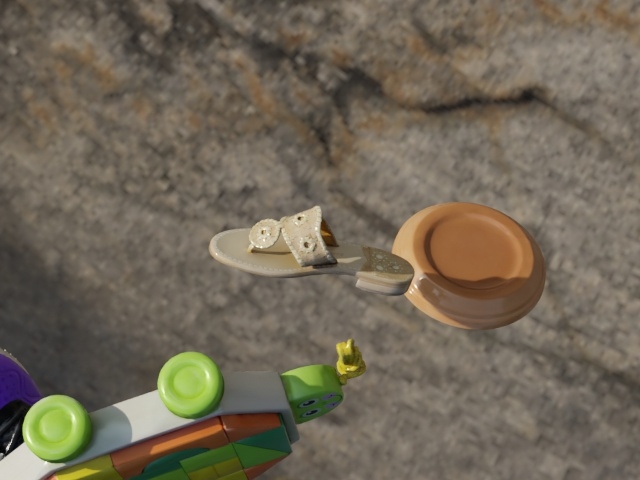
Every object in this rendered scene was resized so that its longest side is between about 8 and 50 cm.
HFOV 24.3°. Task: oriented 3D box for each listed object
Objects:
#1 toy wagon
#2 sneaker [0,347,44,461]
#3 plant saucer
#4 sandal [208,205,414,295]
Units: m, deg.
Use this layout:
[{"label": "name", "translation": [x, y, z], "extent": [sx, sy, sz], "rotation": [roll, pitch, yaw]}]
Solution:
[{"label": "toy wagon", "translation": [-0.117, 0.178, 1.355], "extent": [0.267, 0.344, 0.068], "rotation": [80, 171, -68]}, {"label": "sneaker", "translation": [-0.324, 0.235, 1.679], "extent": [0.146, 0.102, 0.293], "rotation": [35, 162, 49]}, {"label": "plant saucer", "translation": [0.190, 0.023, 1.881], "extent": [0.200, 0.200, 0.037], "rotation": [25, 142, 12]}, {"label": "sandal", "translation": [-0.001, -0.004, 1.678], "extent": [0.240, 0.088, 0.079], "rotation": [12, 123, -14]}]
